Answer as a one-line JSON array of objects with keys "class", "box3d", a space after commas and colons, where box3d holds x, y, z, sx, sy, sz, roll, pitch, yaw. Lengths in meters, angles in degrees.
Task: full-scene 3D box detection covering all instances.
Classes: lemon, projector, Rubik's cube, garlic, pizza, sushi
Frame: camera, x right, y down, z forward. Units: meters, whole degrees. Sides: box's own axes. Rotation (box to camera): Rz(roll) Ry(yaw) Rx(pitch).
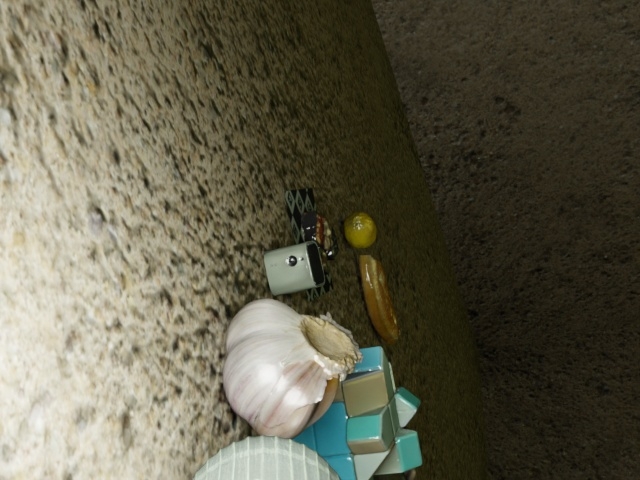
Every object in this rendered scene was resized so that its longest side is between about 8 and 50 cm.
[{"class": "lemon", "box3d": [0.096, -0.027, 2.107, 0.111, 0.082, 0.082, 61, 22, -47]}, {"class": "projector", "box3d": [-0.046, 0.049, 1.528, 0.083, 0.082, 0.083, -10, 87, -75]}, {"class": "Rubik's cube", "box3d": [0.055, 0.318, 1.444, 0.224, 0.212, 0.265, 11, 71, -75]}, {"class": "garlic", "box3d": [-0.033, 0.188, 1.272, 0.257, 0.207, 0.207, 50, 31, -74]}, {"class": "pizza", "box3d": [0.151, 0.149, 2.218, 0.134, 0.056, 0.271, -78, 151, -52]}, {"class": "sushi", "box3d": [0.000, 0.000, 1.798, 0.219, 0.047, 0.231, -19, 96, -75]}]

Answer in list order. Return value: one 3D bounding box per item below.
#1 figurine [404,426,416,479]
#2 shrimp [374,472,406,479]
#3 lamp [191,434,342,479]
[{"class": "figurine", "box3d": [0.165, 0.512, 1.910, 0.137, 0.111, 0.229, -136, -149, -60]}, {"class": "shrimp", "box3d": [0.131, 0.531, 1.684, 0.446, 0.109, 0.221, -107, -175, -46]}, {"class": "lamp", "box3d": [-0.055, 0.360, 0.980, 0.233, 0.233, 0.265, 50, 38, -60]}]
